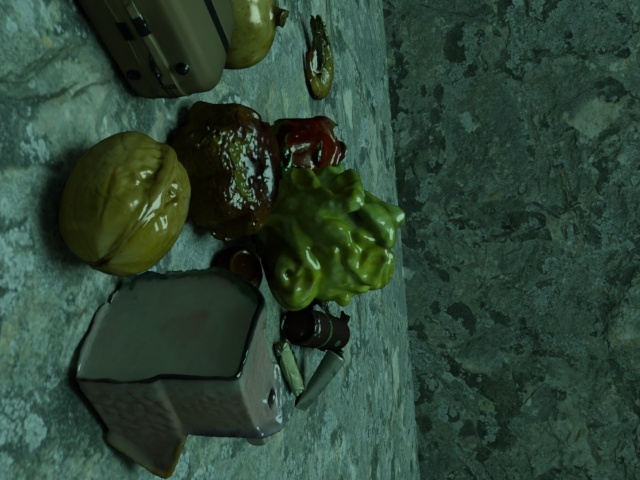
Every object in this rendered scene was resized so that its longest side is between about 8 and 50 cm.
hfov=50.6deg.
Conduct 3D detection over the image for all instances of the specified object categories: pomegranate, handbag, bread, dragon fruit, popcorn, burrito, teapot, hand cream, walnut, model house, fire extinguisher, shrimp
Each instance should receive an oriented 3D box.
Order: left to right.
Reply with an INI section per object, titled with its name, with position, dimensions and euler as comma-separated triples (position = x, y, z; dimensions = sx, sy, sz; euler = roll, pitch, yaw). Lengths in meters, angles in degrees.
[walnut]
position = -0.251, -0.051, 0.883
dimensions = 0.159, 0.159, 0.206
euler = 69, 29, -47
[handbag]
position = -0.238, -0.395, 1.005
dimensions = 0.302, 0.149, 0.283
euler = 66, 25, -47
[model house]
position = -0.175, 0.191, 0.967
dimensions = 0.202, 0.237, 0.237
euler = -84, 167, -49
[bread]
position = -0.169, -0.124, 1.206
dimensions = 0.232, 0.135, 0.246
euler = 19, 70, -58
[teapot]
position = -0.165, 0.071, 1.303
dimensions = 0.098, 0.078, 0.129
euler = 30, 44, -18
[pomegranate]
position = -0.149, -0.396, 1.205
dimensions = 0.196, 0.196, 0.196
euler = -3, 90, -74
[burrito]
position = -0.073, 0.306, 1.626
dimensions = 0.045, 0.041, 0.185
euler = -31, 128, -24
[dragon fruit]
position = -0.049, -0.173, 1.519
dimensions = 0.200, 0.198, 0.269
euler = 31, 40, -17
[shrimp]
position = -0.006, -0.528, 1.965
dimensions = 0.150, 0.068, 0.248
euler = -54, 143, -57
[hand cream]
position = 0.001, 0.358, 1.747
dimensions = 0.186, 0.054, 0.087
euler = -55, 155, -8
[fire extinguisher]
position = 0.006, 0.223, 1.767
dimensions = 0.141, 0.105, 0.341
euler = -66, 157, -2
[popcorn]
position = 0.010, -0.014, 1.376
dimensions = 0.312, 0.312, 0.312
euler = -3, 90, -74

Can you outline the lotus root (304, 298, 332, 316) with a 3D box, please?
[lotus root]
position = -0.027, 0.049, 1.602
dimensions = 0.154, 0.154, 0.278
euler = -9, 81, -74
